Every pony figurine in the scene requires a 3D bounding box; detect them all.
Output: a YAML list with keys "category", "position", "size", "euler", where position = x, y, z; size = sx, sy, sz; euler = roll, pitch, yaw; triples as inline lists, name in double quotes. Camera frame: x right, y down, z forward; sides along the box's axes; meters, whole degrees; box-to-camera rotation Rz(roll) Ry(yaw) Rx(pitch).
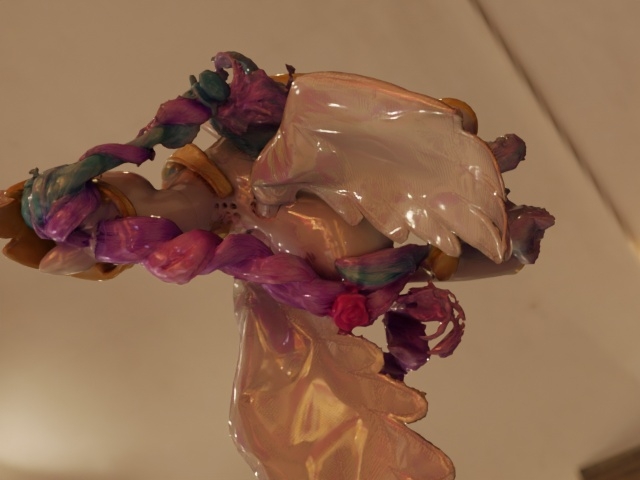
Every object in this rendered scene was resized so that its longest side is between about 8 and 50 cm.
- category: "pony figurine"
  position: [0.000, 0.000, 1.038]
  size: [0.363, 0.351, 0.303]
  euler: [-22, -50, -52]
